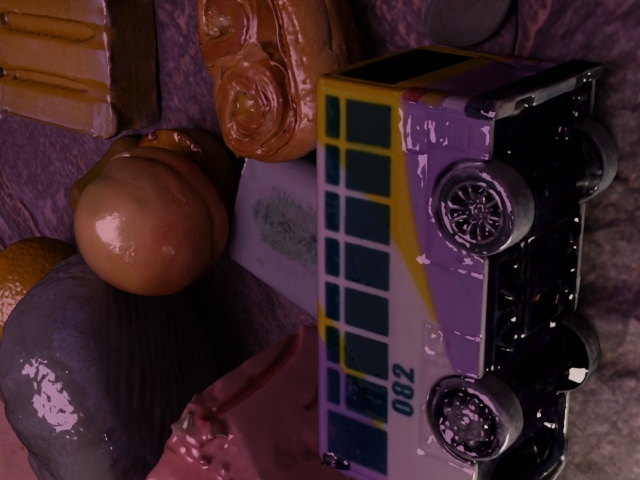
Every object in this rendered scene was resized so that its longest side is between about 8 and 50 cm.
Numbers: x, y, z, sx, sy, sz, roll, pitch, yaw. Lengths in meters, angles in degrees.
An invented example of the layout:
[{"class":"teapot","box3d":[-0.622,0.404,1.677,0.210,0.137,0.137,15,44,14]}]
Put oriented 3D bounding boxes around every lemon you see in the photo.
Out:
[{"class":"lemon","box3d":[-0.405,0.093,1.731,0.244,0.187,0.187,33,134,-10]}]

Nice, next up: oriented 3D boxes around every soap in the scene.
[{"class":"soap","box3d":[-0.355,-0.261,1.624,0.315,0.091,0.199,14,114,41]},{"class":"soap","box3d":[-0.286,-0.083,1.609,0.140,0.045,0.089,-47,51,1]}]

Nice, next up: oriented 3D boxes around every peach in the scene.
[{"class":"peach","box3d":[-0.200,-0.019,1.405,0.184,0.184,0.184,18,116,41]}]

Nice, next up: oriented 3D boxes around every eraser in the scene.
[{"class":"eraser","box3d":[0.000,0.000,1.359,0.227,0.081,0.174,33,124,35]}]

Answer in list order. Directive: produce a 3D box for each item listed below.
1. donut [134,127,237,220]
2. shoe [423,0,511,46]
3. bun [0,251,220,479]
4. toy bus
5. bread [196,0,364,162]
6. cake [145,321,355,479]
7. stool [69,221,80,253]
[{"class":"donut","box3d":[-0.175,-0.072,1.526,0.178,0.065,0.162,-33,85,45]},{"class":"shoe","box3d":[0.153,-0.281,1.127,0.195,0.079,0.078,105,171,-46]},{"class":"bun","box3d":[-0.271,0.190,1.505,0.211,0.362,0.362,-25,85,20]},{"class":"toy bus","box3d":[0.124,0.046,1.140,0.249,0.209,0.440,15,117,35]},{"class":"bread","box3d":[-0.046,-0.207,1.298,0.198,0.120,0.236,-9,95,45]},{"class":"cake","box3d":[-0.021,0.320,1.344,0.314,0.293,0.307,40,131,21]},{"class":"stool","box3d":[-0.300,0.010,1.660,0.096,0.096,0.110,-2,107,46]}]
